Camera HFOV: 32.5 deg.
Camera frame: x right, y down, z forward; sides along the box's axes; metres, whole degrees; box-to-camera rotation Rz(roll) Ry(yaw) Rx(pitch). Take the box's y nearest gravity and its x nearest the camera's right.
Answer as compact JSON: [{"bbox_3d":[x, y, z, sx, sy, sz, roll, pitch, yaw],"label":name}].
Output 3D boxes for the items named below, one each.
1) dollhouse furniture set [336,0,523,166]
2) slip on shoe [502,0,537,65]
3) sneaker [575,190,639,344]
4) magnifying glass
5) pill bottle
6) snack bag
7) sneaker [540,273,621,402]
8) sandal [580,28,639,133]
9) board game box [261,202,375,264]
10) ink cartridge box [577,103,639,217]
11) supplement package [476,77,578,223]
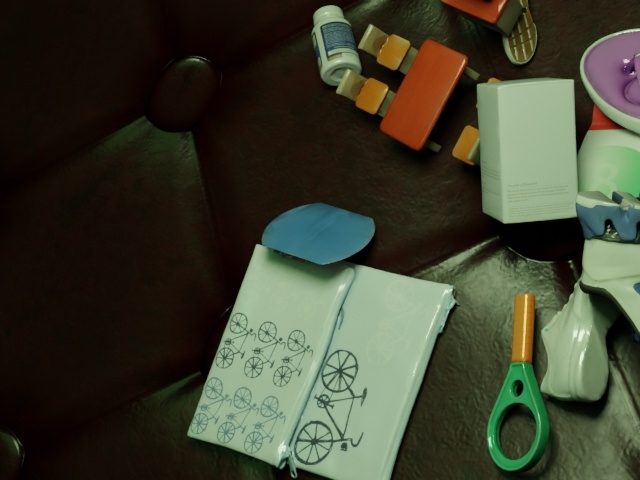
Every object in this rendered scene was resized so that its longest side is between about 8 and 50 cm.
[{"bbox_3d":[0.173,-0.257,1.578,0.262,0.135,0.259,32,98,33],"label":"dollhouse furniture set"},{"bbox_3d":[0.287,-0.322,1.634,0.051,0.041,0.135,-7,79,-13],"label":"slip on shoe"},{"bbox_3d":[0.454,0.046,1.338,0.315,0.127,0.182,8,105,5],"label":"sneaker"},{"bbox_3d":[0.258,0.183,1.421,0.092,0.026,0.231,-15,62,51],"label":"magnifying glass"},{"bbox_3d":[0.023,-0.312,1.749,0.067,0.067,0.120,-21,61,18],"label":"pill bottle"},{"bbox_3d":[-0.003,0.178,1.577,0.342,0.037,0.323,14,76,31],"label":"snack bag"},{"bbox_3d":[0.329,0.103,1.419,0.094,0.080,0.212,-7,59,51],"label":"sneaker"},{"bbox_3d":[0.489,-0.188,1.395,0.169,0.102,0.416,-35,45,-6],"label":"sandal"},{"bbox_3d":[0.000,0.000,1.633,0.168,0.033,0.133,18,41,34],"label":"board game box"},{"bbox_3d":[0.441,-0.133,1.466,0.181,0.056,0.225,1,72,28],"label":"ink cartridge box"},{"bbox_3d":[0.273,-0.122,1.454,0.105,0.105,0.179,-6,101,-6],"label":"supplement package"}]
